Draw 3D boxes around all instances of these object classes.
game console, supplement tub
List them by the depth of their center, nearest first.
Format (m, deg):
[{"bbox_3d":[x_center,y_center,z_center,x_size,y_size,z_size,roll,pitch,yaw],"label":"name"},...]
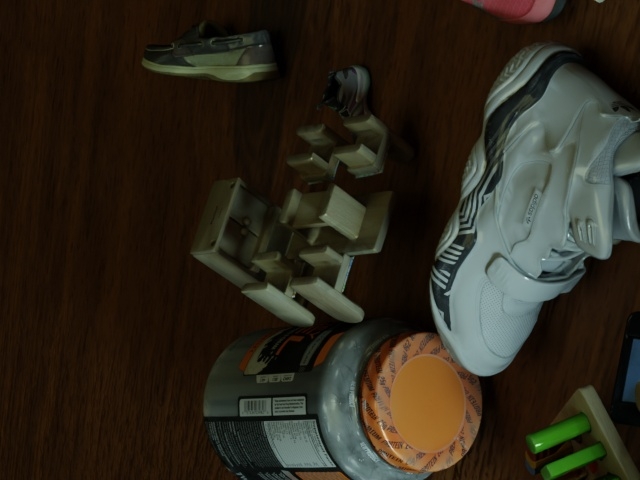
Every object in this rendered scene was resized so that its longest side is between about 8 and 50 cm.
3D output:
[{"bbox_3d":[0.341,0.142,1.859,0.107,0.071,0.122,9,112,4],"label":"game console"},{"bbox_3d":[0.025,0.187,2.182,0.316,0.194,0.193,-8,92,52],"label":"supplement tub"}]

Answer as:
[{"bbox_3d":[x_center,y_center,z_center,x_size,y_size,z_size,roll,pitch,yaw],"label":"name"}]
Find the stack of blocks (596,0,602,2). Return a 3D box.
[{"bbox_3d":[0.311,-0.360,1.652,0.297,0.087,0.171,-33,72,21],"label":"stack of blocks"}]

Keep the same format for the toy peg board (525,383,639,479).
[{"bbox_3d":[0.257,0.254,1.950,0.161,0.079,0.160,64,162,19],"label":"toy peg board"}]

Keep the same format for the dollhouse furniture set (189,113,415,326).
[{"bbox_3d":[0.000,0.000,2.185,0.242,0.161,0.212,-6,57,45],"label":"dollhouse furniture set"}]

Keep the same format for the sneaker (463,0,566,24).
[{"bbox_3d":[0.121,-0.294,1.979,0.314,0.136,0.116,35,126,42],"label":"sneaker"}]

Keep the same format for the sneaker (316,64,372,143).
[{"bbox_3d":[0.025,-0.149,2.195,0.038,0.069,0.098,-2,97,53],"label":"sneaker"}]

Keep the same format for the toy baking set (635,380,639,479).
[{"bbox_3d":[0.330,0.223,1.760,0.197,0.030,0.256,-125,35,-73],"label":"toy baking set"}]

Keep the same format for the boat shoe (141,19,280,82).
[{"bbox_3d":[-0.135,-0.236,2.377,0.223,0.080,0.073,11,102,45],"label":"boat shoe"}]

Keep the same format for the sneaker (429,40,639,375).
[{"bbox_3d":[0.236,0.004,1.906,0.210,0.137,0.365,38,124,44],"label":"sneaker"}]
